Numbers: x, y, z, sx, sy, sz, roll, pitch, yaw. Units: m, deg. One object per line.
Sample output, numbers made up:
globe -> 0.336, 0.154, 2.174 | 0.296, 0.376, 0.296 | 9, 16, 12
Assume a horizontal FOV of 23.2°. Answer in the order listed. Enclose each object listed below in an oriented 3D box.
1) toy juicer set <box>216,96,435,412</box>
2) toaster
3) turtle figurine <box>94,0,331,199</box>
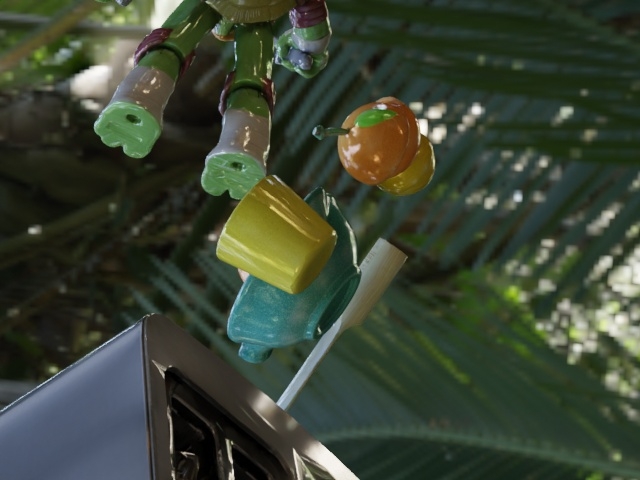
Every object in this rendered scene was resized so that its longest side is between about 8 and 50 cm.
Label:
toy juicer set -> 0.000, 0.000, 1.202 | 0.209, 0.089, 0.329 | -50, -15, -22
toaster -> -0.042, 0.134, 0.504 | 0.168, 0.110, 0.186 | 46, -162, -31
turtle figurine -> -0.094, -0.163, 1.277 | 0.198, 0.274, 0.266 | 46, -132, -42
